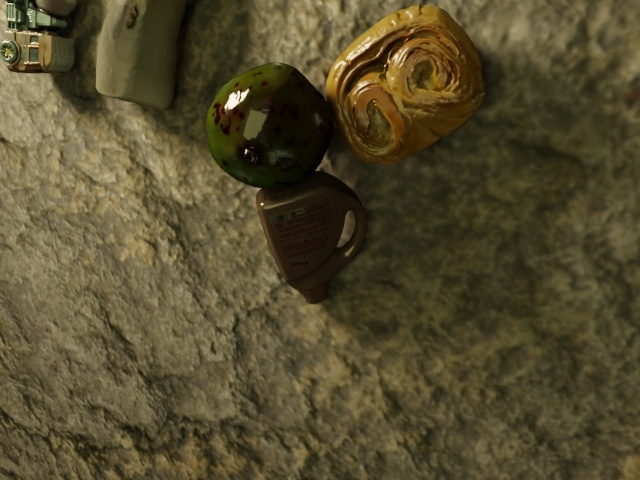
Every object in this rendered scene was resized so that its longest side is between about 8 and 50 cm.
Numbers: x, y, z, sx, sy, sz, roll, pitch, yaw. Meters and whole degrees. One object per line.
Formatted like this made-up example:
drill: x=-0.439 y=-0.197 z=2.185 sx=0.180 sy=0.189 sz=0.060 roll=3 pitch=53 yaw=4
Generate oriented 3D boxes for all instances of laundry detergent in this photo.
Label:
laundry detergent: x=0.000 y=0.000 z=1.051 sx=0.171 sy=0.076 sz=0.237 roll=-18 pitch=124 yaw=2

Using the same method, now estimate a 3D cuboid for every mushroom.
mushroom: x=-0.315 y=-0.437 z=1.089 sx=0.177 sy=0.126 sz=0.397 roll=32 pitch=118 yaw=25

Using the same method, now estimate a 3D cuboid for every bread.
bread: x=0.124 y=-0.232 z=0.927 sx=0.236 sy=0.120 sz=0.198 roll=-30 pitch=90 yaw=28

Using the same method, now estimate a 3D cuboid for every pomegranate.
pomegranate: x=-0.073 y=-0.186 z=0.969 sx=0.202 sy=0.248 sz=0.202 roll=6 pitch=129 yaw=7

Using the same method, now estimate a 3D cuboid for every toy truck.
toy truck: x=-0.537 y=-0.454 z=1.204 sx=0.140 sy=0.108 sz=0.257 roll=8 pitch=103 yaw=10
